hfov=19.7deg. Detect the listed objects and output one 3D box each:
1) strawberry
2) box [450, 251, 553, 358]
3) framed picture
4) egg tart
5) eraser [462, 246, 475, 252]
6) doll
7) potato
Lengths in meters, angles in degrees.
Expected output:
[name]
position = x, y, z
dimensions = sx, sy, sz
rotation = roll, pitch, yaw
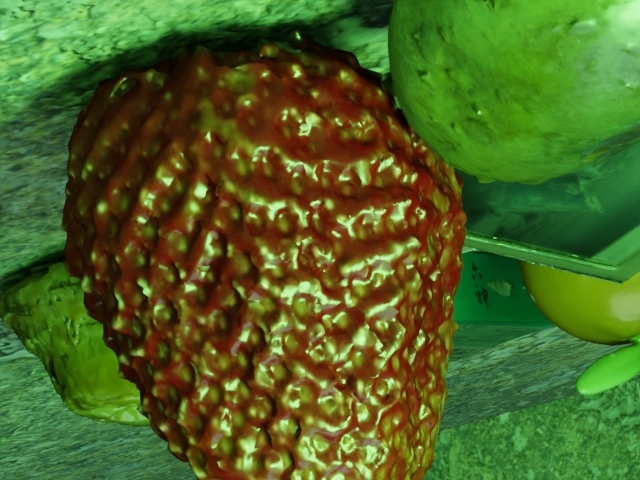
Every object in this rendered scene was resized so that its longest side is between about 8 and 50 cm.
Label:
[strawberry]
position = -0.011, 0.032, 1.279
dimensions = 0.312, 0.351, 0.267
rotation = 6, 148, -42
[box]
position = 0.148, 0.079, 2.191
dimensions = 0.153, 0.092, 0.245
rotation = -22, 164, 34
[framed picture]
position = 0.190, -0.064, 1.529
dimensions = 0.326, 0.028, 0.446
rotation = 12, 161, -10
[egg tart]
position = -0.148, 0.108, 1.790
dimensions = 0.341, 0.129, 0.341
rotation = -1, 164, 0
[eraser]
position = 0.139, -0.003, 1.991
dimensions = 0.150, 0.023, 0.104
rotation = -15, 166, 6
[doll]
position = 0.312, 0.042, 1.888
dimensions = 0.213, 0.236, 0.213
rotation = -11, 168, -2
[potato]
position = 0.153, -0.137, 1.129
dimensions = 0.210, 0.173, 0.307
rotation = -12, 165, -31
